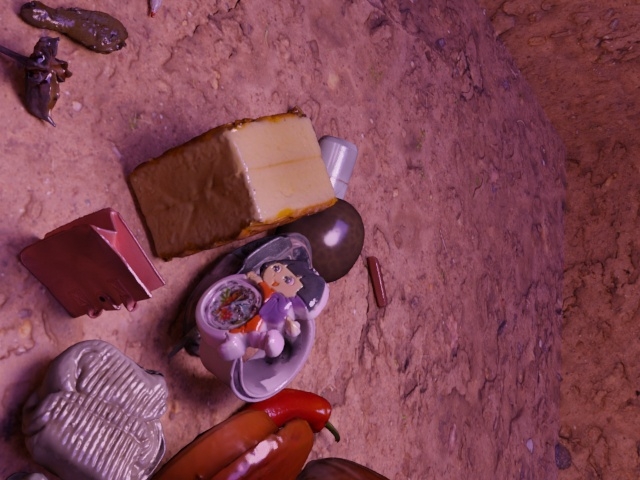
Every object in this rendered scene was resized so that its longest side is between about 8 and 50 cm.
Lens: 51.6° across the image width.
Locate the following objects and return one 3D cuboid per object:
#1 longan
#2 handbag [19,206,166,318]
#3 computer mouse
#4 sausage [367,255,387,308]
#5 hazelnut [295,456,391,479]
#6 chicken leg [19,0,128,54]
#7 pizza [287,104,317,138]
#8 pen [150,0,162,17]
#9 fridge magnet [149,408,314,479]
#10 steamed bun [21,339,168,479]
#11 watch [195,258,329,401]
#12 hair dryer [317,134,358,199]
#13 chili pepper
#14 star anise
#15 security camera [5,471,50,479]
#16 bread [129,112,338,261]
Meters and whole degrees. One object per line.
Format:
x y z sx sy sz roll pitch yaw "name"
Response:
0.000 0.000 1.519 0.212 0.198 0.198 -41 114 -18 "longan"
-0.355 0.044 1.028 0.157 0.213 0.059 60 39 -20 "handbag"
-0.164 0.114 1.335 0.389 0.115 0.199 -39 125 -30 "computer mouse"
0.156 0.114 1.806 0.030 0.035 0.147 -2 78 -76 "sausage"
0.071 0.611 1.324 0.372 0.315 0.372 48 16 -18 "hazelnut"
-0.439 -0.388 1.195 0.198 0.069 0.084 6 72 -44 "chicken leg"
-0.047 -0.247 1.660 0.134 0.046 0.175 -43 112 -50 "pizza"
-0.339 -0.559 1.413 0.026 0.026 0.218 30 56 -43 "pen"
-0.165 0.410 1.075 0.155 0.363 0.364 47 33 18 "fridge magnet"
-0.344 0.284 1.025 0.218 0.144 0.211 32 47 -9 "steamed bun"
-0.089 0.173 1.216 0.244 0.196 0.231 -41 137 -23 "watch"
-0.077 -0.197 1.551 0.357 0.108 0.173 19 87 -34 "hair dryer"
-0.087 0.376 1.380 0.369 0.092 0.137 6 92 -44 "chili pepper"
-0.539 -0.285 1.071 0.228 0.218 0.148 14 98 -7 "star anise"
-0.412 0.357 0.949 0.058 0.092 0.058 24 58 -46 "security camera"
-0.164 -0.105 1.270 0.279 0.279 0.207 -21 94 -52 "bread"
